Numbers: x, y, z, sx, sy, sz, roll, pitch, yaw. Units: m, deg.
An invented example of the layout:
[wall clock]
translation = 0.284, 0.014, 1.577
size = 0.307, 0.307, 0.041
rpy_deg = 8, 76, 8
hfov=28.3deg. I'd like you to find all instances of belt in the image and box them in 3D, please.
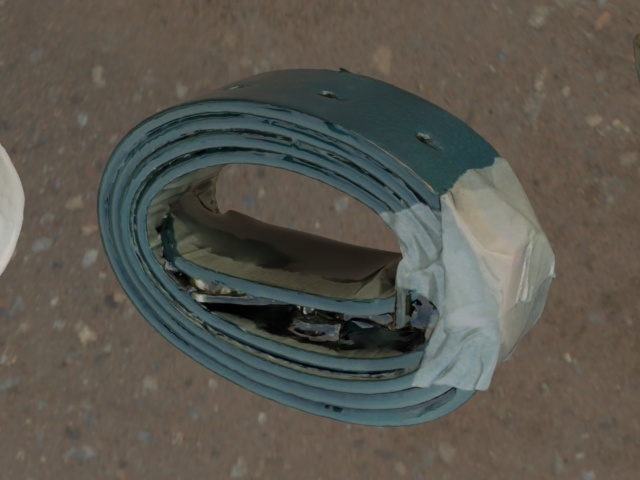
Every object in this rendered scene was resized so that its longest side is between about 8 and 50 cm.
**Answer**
[belt]
translation = -0.002, 0.000, 1.206
size = 0.437, 0.173, 0.300
rpy_deg = 15, 118, 21

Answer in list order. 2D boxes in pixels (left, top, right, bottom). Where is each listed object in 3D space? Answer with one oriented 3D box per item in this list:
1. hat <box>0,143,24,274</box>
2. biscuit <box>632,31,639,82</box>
[hat]
translation = -0.300, -0.046, 0.851
size = 0.203, 0.203, 0.126
rpy_deg = 6, 146, -5
[biscuit]
translation = 0.132, 0.029, 0.399
size = 0.032, 0.250, 0.133
rpy_deg = -11, 73, 16
